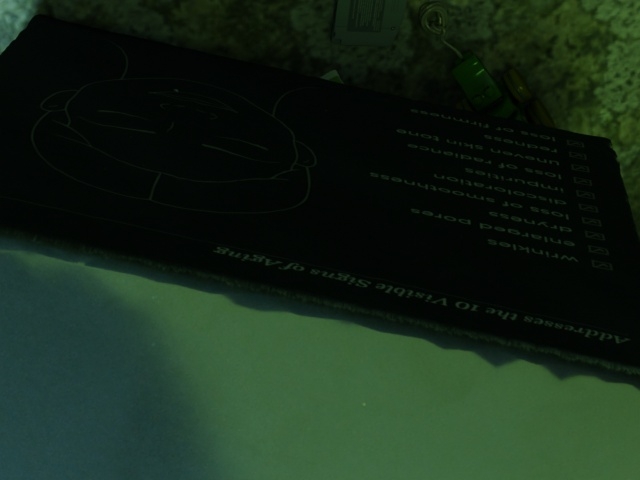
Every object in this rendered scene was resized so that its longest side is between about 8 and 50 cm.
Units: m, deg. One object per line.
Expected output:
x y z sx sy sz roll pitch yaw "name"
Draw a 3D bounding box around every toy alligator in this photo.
0.137 -0.111 1.576 0.056 0.051 0.190 -33 123 14 "toy alligator"

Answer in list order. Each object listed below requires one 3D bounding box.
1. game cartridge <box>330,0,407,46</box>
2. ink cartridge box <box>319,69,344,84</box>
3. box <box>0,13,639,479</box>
0.039 -0.189 1.529 0.056 0.017 0.083 4 125 -7 "game cartridge"
0.000 0.000 1.615 0.189 0.097 0.255 -27 104 12 "ink cartridge box"
-0.039 0.079 1.344 0.480 0.472 0.297 13 108 -1 "box"
